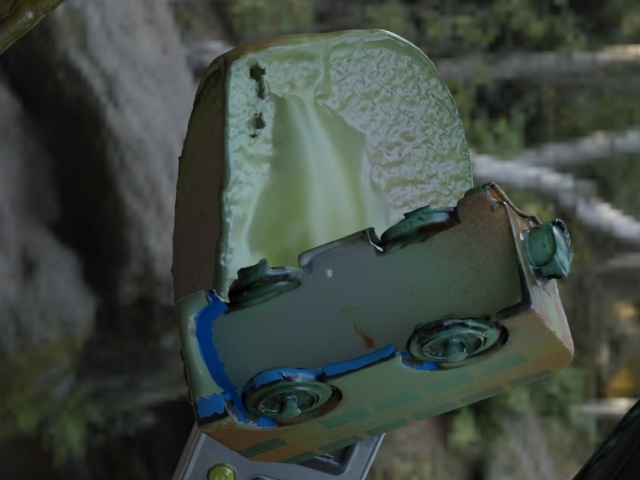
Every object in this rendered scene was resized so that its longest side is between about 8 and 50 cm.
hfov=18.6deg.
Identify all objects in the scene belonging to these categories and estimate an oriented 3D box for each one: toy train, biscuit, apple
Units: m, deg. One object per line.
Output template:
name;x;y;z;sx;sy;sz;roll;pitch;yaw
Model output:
toy train;0.030;0.041;0.884;0.099;0.188;0.072;46;28;-57
biscuit;-0.198;-0.154;1.230;0.081;0.083;0.018;50;-1;45
apple;0.000;0.000;1.220;0.120;0.193;0.265;13;-76;58

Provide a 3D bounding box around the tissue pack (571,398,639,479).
tissue pack;0.070;0.255;0.513;0.416;0.253;0.264;-47;166;-29

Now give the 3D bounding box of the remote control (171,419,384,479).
remote control;-0.039;0.157;1.127;0.034;0.103;0.250;-102;-147;-65
